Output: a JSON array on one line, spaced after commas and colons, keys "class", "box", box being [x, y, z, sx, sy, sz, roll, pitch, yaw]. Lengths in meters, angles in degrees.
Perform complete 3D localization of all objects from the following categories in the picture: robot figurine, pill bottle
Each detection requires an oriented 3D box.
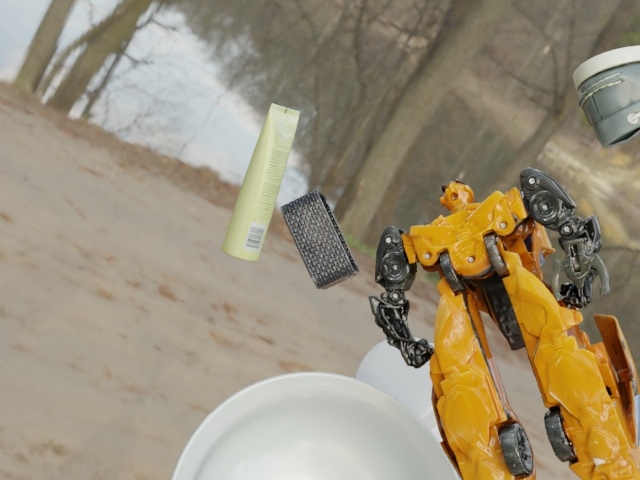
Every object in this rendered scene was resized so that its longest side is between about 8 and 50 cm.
[{"class": "robot figurine", "box": [0.160, 0.086, 0.886, 0.085, 0.211, 0.291, 13, 58, -63]}, {"class": "pill bottle", "box": [0.143, 0.219, 1.314, 0.152, 0.152, 0.272, 41, -3, 35]}]

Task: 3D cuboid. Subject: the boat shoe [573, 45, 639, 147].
[{"class": "boat shoe", "box": [0.439, -0.159, 1.147, 0.319, 0.099, 0.116, -6, -18, -7]}]

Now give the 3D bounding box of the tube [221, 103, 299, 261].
[{"class": "tube", "box": [-0.089, -0.089, 1.602, 0.062, 0.240, 0.070, 16, 9, -17]}]

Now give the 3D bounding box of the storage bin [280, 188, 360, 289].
[{"class": "storage bin", "box": [0.000, 0.000, 2.075, 0.122, 0.084, 0.180, 27, 39, -80]}]

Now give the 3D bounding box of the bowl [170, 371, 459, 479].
[{"class": "bowl", "box": [-0.013, 0.291, 1.030, 0.297, 0.298, 0.134, 32, -29, 2]}]
